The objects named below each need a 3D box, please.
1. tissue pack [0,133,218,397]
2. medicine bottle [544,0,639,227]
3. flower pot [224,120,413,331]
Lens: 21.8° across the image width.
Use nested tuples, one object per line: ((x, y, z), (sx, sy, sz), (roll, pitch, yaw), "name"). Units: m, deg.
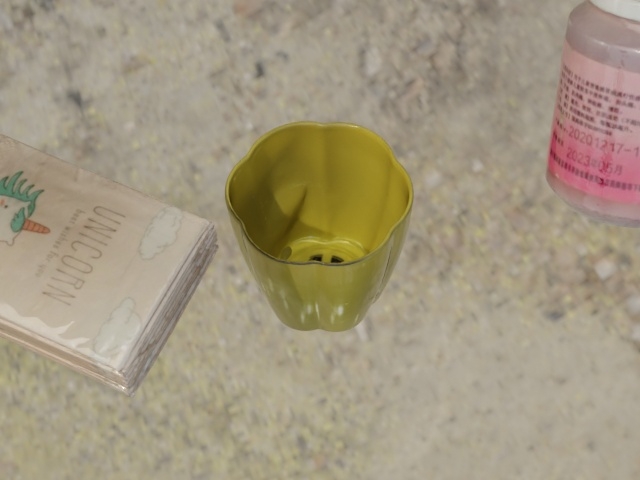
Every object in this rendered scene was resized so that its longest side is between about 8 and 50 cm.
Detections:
((-0.273, 0.001, 1.502), (0.170, 0.325, 0.071), (-60, 161, -25), "tissue pack")
((0.269, -0.143, 1.372), (0.147, 0.147, 0.247), (-3, 117, -17), "medicine bottle")
((0.000, 0.000, 1.767), (0.195, 0.195, 0.179), (-14, 144, -9), "flower pot")
